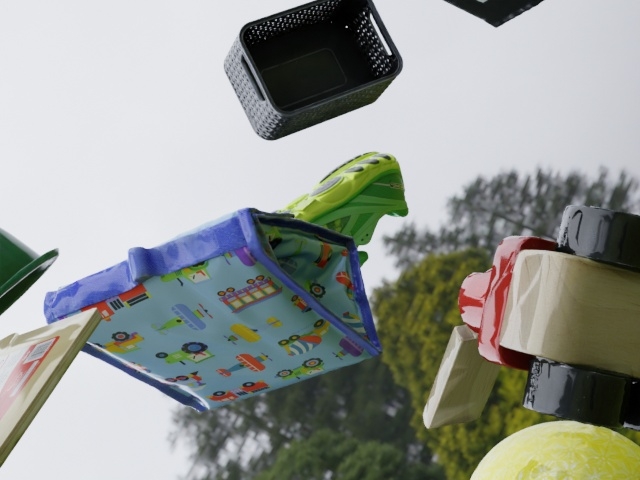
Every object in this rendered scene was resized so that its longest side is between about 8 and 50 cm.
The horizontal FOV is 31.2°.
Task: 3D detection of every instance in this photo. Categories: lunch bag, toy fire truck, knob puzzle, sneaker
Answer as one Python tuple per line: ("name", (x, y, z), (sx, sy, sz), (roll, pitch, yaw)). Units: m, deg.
("lunch bag", (-0.104, 0.060, 1.099), (0.293, 0.221, 0.138), (30, -137, -63))
("toy fire truck", (0.180, 0.074, 0.747), (0.246, 0.217, 0.158), (-174, 97, -71))
("knob puzzle", (-0.264, 0.136, 0.847), (0.213, 0.213, 0.030), (-48, -63, -34))
("sneaker", (0.000, 0.000, 1.451), (0.296, 0.109, 0.123), (-34, -73, -19))

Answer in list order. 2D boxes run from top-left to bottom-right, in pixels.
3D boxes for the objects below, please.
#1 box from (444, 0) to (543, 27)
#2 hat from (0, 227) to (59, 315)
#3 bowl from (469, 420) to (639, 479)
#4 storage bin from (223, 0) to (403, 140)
("box", (0.157, -0.341, 1.113), (0.153, 0.108, 0.207), (21, -112, -24))
("hat", (-0.400, -0.001, 1.229), (0.208, 0.183, 0.173), (-43, 3, 10))
("bowl", (0.314, 0.381, 1.457), (0.289, 0.290, 0.156), (-67, -14, 4))
("storage bin", (-0.009, -0.208, 1.359), (0.180, 0.122, 0.084), (-23, -8, -22))
